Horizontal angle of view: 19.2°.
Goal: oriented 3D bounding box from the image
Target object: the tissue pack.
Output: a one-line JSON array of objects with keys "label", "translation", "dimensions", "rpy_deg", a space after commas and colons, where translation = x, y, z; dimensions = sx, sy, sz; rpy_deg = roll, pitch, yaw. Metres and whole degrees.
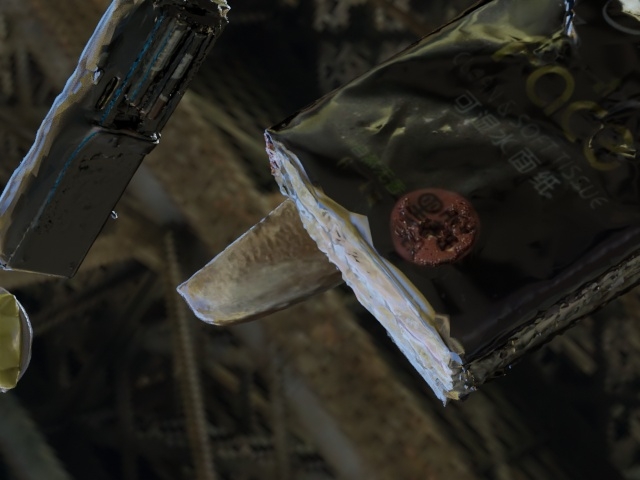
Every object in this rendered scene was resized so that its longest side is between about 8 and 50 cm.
[{"label": "tissue pack", "translation": [0.153, -0.066, 1.339], "dimensions": [0.332, 0.123, 0.245], "rpy_deg": [-31, -116, -16]}]

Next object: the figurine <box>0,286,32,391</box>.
[{"label": "figurine", "translation": [-0.340, 0.089, 1.611], "dimensions": [0.184, 0.208, 0.128], "rpy_deg": [-3, -90, -5]}]

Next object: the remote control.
[{"label": "remote control", "translation": [-0.231, -0.114, 2.040], "dimensions": [0.145, 0.398, 0.062], "rpy_deg": [9, -146, -40]}]

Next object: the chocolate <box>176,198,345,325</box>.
[{"label": "chocolate", "translation": [0.002, 0.001, 1.569], "dimensions": [0.080, 0.254, 0.157], "rpy_deg": [54, -151, 3]}]
